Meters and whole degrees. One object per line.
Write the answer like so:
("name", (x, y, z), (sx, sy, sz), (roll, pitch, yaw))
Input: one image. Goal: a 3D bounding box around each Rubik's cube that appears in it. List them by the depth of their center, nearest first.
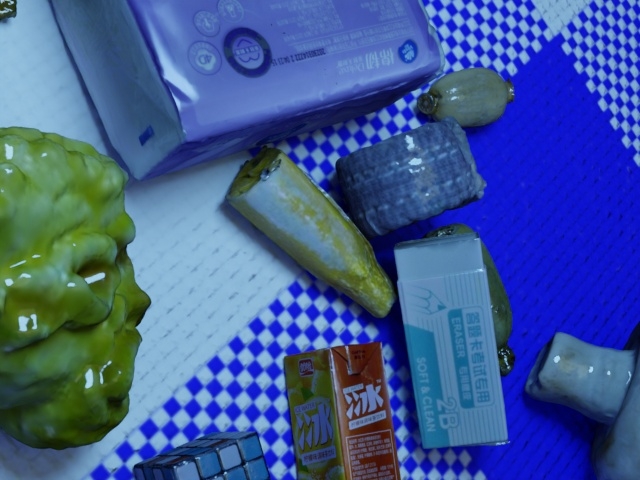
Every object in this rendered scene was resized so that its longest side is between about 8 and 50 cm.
("Rubik's cube", (-0.104, 0.234, 0.925), (0.092, 0.092, 0.092), (-16, 88, -34))

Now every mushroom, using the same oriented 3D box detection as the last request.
("mushroom", (0.362, 0.177, 1.183), (0.243, 0.243, 0.244), (7, 76, -31))

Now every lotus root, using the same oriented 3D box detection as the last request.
("lotus root", (0.168, 0.070, 1.136), (0.090, 0.077, 0.183), (-25, 94, 8))
("lotus root", (0.184, -0.172, 1.212), (0.150, 0.062, 0.073), (-14, 87, -32))

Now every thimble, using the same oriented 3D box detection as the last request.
("thimble", (0.095, -0.065, 1.083), (0.150, 0.150, 0.098), (-20, 89, -33))

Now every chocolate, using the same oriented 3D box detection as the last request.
("chocolate", (0.000, 0.000, 1.058), (0.219, 0.085, 0.086), (45, 60, -22))

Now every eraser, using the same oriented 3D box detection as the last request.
("eraser", (0.141, 0.109, 1.078), (0.095, 0.052, 0.225), (-8, 98, 9))

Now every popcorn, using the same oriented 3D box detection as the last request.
("popcorn", (-0.240, 0.023, 0.824), (0.286, 0.173, 0.225), (57, 46, -42))

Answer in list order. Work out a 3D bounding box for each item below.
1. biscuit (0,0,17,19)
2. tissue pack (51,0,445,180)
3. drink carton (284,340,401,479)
("biscuit", (-0.352, -0.322, 0.933), (0.131, 0.026, 0.237), (0, 80, -30))
("tissue pack", (-0.068, -0.221, 1.007), (0.338, 0.160, 0.242), (-20, 85, -35))
("drink carton", (0.026, 0.218, 1.008), (0.071, 0.096, 0.223), (-3, 82, -32))
